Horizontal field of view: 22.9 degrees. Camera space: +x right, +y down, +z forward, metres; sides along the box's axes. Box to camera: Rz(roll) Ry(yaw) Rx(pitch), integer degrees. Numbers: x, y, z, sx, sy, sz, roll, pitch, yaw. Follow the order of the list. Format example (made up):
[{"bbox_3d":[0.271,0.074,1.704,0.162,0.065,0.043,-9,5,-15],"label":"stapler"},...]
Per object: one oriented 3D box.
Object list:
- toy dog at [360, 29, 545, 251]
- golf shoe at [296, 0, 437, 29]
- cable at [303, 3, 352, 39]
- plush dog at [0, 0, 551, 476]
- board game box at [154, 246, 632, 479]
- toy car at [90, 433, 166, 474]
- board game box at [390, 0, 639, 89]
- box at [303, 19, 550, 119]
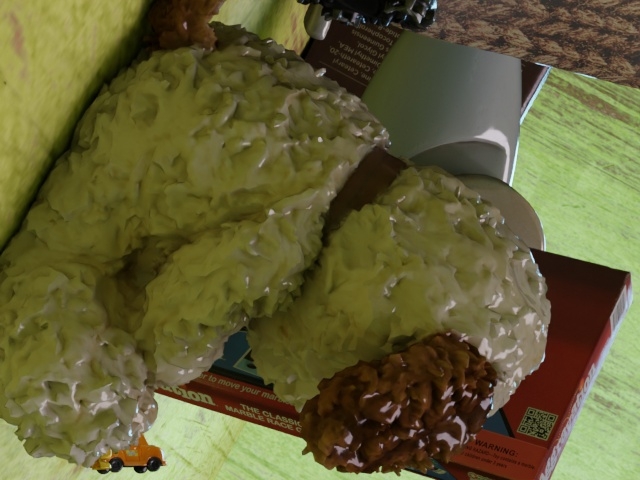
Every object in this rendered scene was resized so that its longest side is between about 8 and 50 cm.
[{"bbox_3d":[0.042,-0.117,0.956,0.220,0.161,0.333,139,-51,-79],"label":"toy dog"},{"bbox_3d":[0.014,-0.155,0.647,0.198,0.077,0.093,55,50,-65],"label":"golf shoe"},{"bbox_3d":[0.044,-0.237,0.727,0.139,0.072,0.287,-74,-173,-55],"label":"cable"},{"bbox_3d":[0.000,0.000,0.717,0.210,0.225,0.262,-63,175,27],"label":"plush dog"},{"bbox_3d":[0.010,0.042,0.855,0.145,0.281,0.027,-58,150,-35],"label":"board game box"},{"bbox_3d":[-0.145,0.156,1.206,0.122,0.060,0.040,129,-40,-76],"label":"toy car"},{"bbox_3d":[0.145,-0.264,0.761,0.232,0.141,0.291,110,-7,-62],"label":"board game box"},{"bbox_3d":[0.067,-0.100,1.246,0.203,0.167,0.168,-61,176,6],"label":"box"}]
